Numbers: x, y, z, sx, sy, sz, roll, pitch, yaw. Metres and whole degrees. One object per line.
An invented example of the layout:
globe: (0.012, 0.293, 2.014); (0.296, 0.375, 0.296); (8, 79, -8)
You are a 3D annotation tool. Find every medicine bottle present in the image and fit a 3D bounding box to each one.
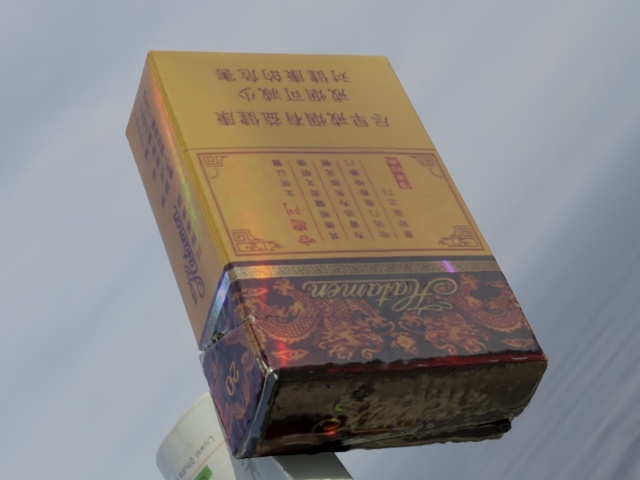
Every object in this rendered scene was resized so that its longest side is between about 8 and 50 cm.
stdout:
medicine bottle: (-0.016, 0.264, 1.368); (0.111, 0.296, 0.161); (-25, -18, -41)

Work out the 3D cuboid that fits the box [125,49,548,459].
box: (0.000, 0.000, 1.424); (0.264, 0.415, 0.115); (-1, -45, -26)
